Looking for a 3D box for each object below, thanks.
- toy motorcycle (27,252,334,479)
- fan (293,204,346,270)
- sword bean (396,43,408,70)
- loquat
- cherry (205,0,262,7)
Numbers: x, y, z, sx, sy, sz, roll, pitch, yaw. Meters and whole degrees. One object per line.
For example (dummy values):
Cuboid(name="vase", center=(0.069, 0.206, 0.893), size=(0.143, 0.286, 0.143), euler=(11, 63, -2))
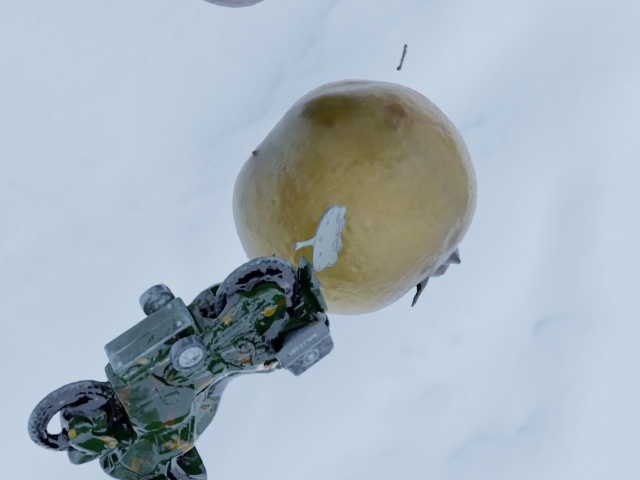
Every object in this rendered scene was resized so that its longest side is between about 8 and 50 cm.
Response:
Cuboid(name="toy motorcycle", center=(-0.105, 0.125, 0.747), size=(0.275, 0.125, 0.187), euler=(-35, 136, -4))
Cuboid(name="fan", center=(0.000, 0.000, 0.658), size=(0.083, 0.004, 0.056), euler=(-19, 123, -60))
Cuboid(name="sword bean", center=(0.158, -0.352, 1.612), size=(0.012, 0.012, 0.083), euler=(35, 45, -17))
Cuboid(name="loquat", center=(0.049, -0.045, 0.952), size=(0.275, 0.275, 0.274), euler=(1, 87, -22))
Cuboid(name="cherry", center=(-0.086, -0.365, 0.853), size=(0.203, 0.300, 0.230), euler=(-14, 55, -23))
